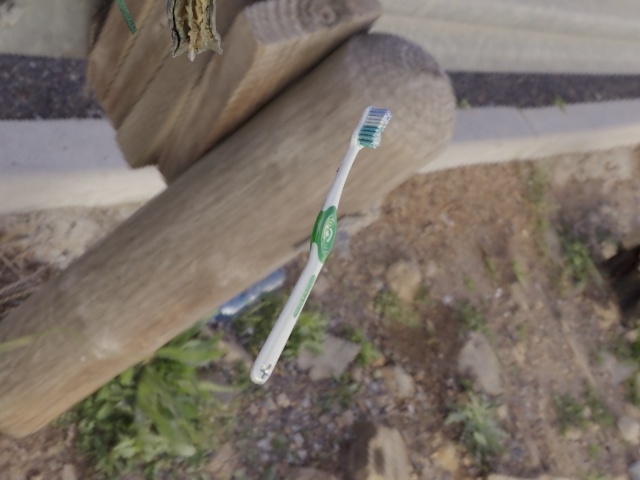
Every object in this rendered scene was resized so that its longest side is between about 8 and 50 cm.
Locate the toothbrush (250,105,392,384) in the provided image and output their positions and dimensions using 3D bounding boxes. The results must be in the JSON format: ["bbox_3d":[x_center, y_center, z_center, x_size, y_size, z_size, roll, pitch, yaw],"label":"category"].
[{"bbox_3d":[-0.002,0.000,1.077,0.030,0.030,0.304,33,72,-27],"label":"toothbrush"}]

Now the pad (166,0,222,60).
[{"bbox_3d":[-0.047,-0.206,0.415,0.022,0.174,0.233,-1,67,-10],"label":"pad"}]

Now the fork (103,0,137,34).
[{"bbox_3d":[-0.236,-0.307,1.119,0.021,0.039,0.235,-12,71,-41],"label":"fork"}]
